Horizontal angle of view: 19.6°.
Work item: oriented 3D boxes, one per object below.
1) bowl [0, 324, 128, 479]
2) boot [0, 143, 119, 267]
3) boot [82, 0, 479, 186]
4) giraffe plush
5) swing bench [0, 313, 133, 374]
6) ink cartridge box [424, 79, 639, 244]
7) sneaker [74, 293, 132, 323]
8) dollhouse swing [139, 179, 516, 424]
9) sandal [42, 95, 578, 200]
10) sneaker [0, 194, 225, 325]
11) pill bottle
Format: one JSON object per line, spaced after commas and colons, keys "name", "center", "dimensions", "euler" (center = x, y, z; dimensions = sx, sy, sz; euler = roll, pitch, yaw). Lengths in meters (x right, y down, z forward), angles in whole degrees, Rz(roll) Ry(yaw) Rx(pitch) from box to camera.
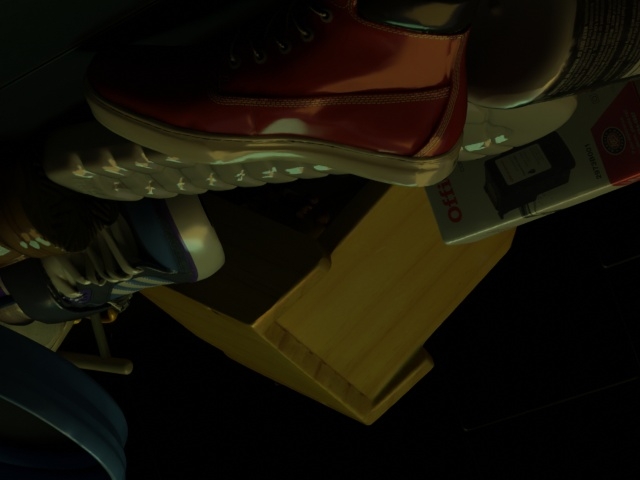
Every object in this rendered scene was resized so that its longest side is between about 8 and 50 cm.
{"name": "bowl", "center": [-0.378, 0.167, 1.883], "dimensions": [0.391, 0.077, 0.391], "euler": [14, 154, 7]}
{"name": "boot", "center": [-0.318, 0.010, 1.520], "dimensions": [0.269, 0.089, 0.236], "euler": [-19, 176, 10]}
{"name": "boot", "center": [-0.026, -0.132, 1.135], "dimensions": [0.244, 0.088, 0.176], "euler": [7, 134, 3]}
{"name": "giraffe plush", "center": [-0.039, 0.011, 2.342], "dimensions": [0.181, 0.210, 0.170], "euler": [6, 164, -12]}
{"name": "swing bench", "center": [-0.408, 0.124, 2.183], "dimensions": [0.254, 0.165, 0.253], "euler": [-16, 179, 30]}
{"name": "ink cartridge box", "center": [0.211, -0.113, 1.838], "dimensions": [0.237, 0.172, 0.100], "euler": [-21, 176, 22]}
{"name": "sneaker", "center": [-0.283, 0.063, 2.427], "dimensions": [0.088, 0.093, 0.225], "euler": [-23, 176, 40]}
{"name": "dollhouse swing", "center": [0.000, 0.000, 2.123], "dimensions": [0.315, 0.305, 0.347], "euler": [24, 169, 32]}
{"name": "sandal", "center": [-0.022, -0.107, 1.357], "dimensions": [0.416, 0.102, 0.169], "euler": [-7, 168, 19]}
{"name": "sneaker", "center": [-0.229, 0.015, 1.708], "dimensions": [0.236, 0.130, 0.323], "euler": [-23, -177, -12]}
{"name": "pill bottle", "center": [0.184, -0.166, 1.236], "dimensions": [0.130, 0.130, 0.245], "euler": [-23, 175, 43]}
